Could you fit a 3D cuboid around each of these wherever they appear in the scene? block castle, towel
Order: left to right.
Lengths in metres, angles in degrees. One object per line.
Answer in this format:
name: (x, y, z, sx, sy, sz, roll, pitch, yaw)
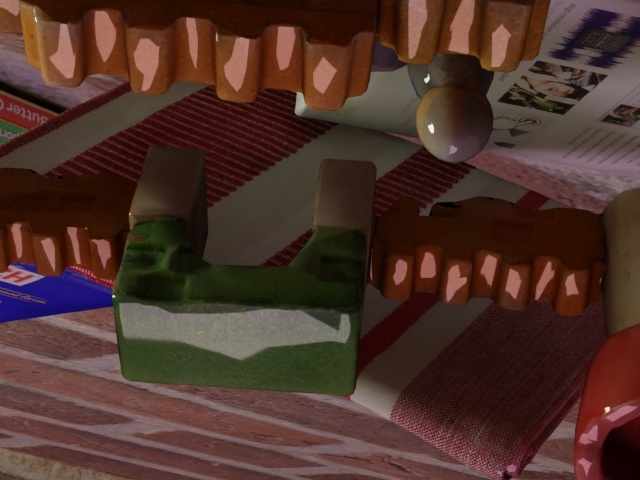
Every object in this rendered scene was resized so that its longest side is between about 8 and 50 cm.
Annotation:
block castle: (-0.032, -0.037, 0.634, 0.453, 0.213, 0.303, 5, 130, 3)
towel: (0.000, 0.000, 0.872, 0.329, 0.037, 0.237, 24, -149, 20)

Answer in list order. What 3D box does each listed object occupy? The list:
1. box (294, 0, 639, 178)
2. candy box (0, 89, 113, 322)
box: (0.167, -0.097, 0.874, 0.322, 0.058, 0.232, 11, 164, -11)
candy box: (-0.315, -0.026, 1.187, 0.317, 0.122, 0.268, -7, 158, 42)
